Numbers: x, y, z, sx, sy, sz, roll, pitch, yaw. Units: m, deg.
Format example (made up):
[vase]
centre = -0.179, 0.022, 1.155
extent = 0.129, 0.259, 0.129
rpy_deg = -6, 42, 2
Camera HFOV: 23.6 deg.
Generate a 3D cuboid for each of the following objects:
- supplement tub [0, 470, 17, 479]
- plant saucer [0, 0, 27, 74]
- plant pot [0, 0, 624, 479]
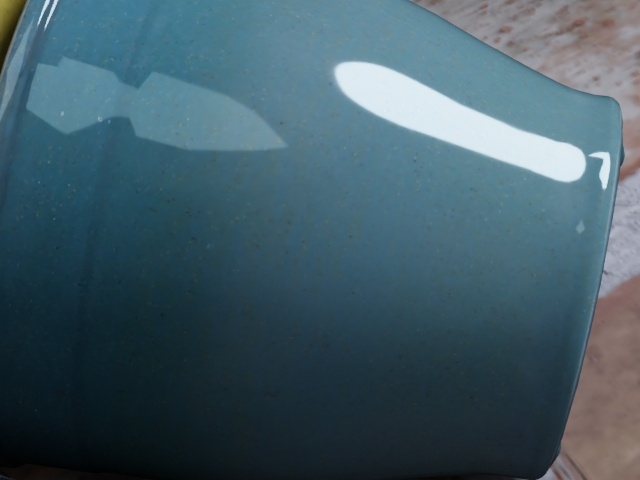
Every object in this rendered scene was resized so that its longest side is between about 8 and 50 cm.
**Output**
[supplement tub]
centre = -0.128, 0.208, 0.595
extent = 0.338, 0.207, 0.207
rpy_deg = 22, 58, 30
[plant saucer]
centre = -0.221, -0.041, 0.740
extent = 0.333, 0.081, 0.333
rpy_deg = -35, 26, 40
[plant pot]
centre = 0.000, 0.000, 0.721
extent = 0.255, 0.272, 0.272
rpy_deg = 12, 53, 6
